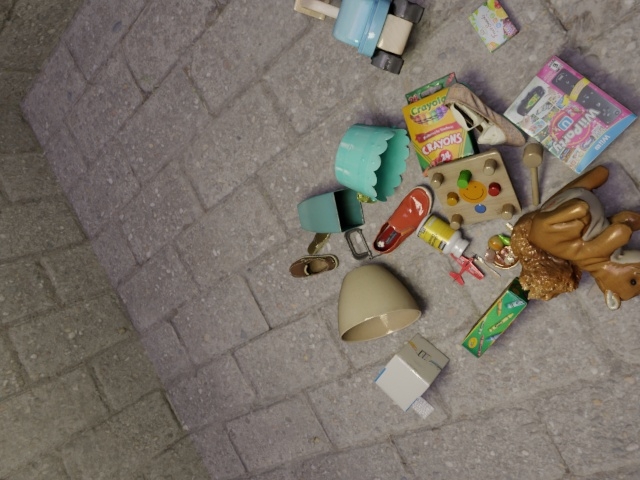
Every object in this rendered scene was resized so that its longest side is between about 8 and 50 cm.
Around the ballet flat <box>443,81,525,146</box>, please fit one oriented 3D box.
[{"bbox_3d":[0.533,-0.387,1.595,0.316,0.106,0.107,38,165,-2],"label":"ballet flat"}]

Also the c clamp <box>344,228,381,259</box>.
[{"bbox_3d":[0.171,0.015,2.019,0.137,0.022,0.161,-30,87,38],"label":"c clamp"}]

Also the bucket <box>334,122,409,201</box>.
[{"bbox_3d":[0.192,-0.296,1.781,0.183,0.281,0.282,22,113,27],"label":"bucket"}]

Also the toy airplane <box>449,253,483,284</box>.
[{"bbox_3d":[0.540,0.111,1.810,0.151,0.028,0.151,8,104,35],"label":"toy airplane"}]

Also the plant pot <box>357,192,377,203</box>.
[{"bbox_3d":[0.186,-0.182,1.921,0.083,0.079,0.084,8,106,29],"label":"plant pot"}]

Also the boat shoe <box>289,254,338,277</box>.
[{"bbox_3d":[-0.049,0.115,2.131,0.257,0.095,0.095,-18,93,34],"label":"boat shoe"}]

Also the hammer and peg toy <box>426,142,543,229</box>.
[{"bbox_3d":[0.568,-0.172,1.607,0.361,0.127,0.266,-11,124,36],"label":"hammer and peg toy"}]

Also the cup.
[{"bbox_3d":[0.203,0.236,1.910,0.331,0.331,0.237,-36,58,33],"label":"cup"}]

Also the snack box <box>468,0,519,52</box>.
[{"bbox_3d":[0.567,-0.708,1.577,0.100,0.037,0.141,-35,83,34],"label":"snack box"}]

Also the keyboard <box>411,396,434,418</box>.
[{"bbox_3d":[0.369,0.653,2.065,0.256,0.014,0.072,41,120,16],"label":"keyboard"}]

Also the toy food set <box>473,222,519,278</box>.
[{"bbox_3d":[0.651,0.045,1.719,0.132,0.038,0.192,42,120,16],"label":"toy food set"}]

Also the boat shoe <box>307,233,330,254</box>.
[{"bbox_3d":[0.001,0.002,2.109,0.056,0.048,0.153,46,115,27],"label":"boat shoe"}]

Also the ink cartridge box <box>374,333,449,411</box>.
[{"bbox_3d":[0.363,0.515,1.902,0.168,0.232,0.171,41,120,19],"label":"ink cartridge box"}]

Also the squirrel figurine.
[{"bbox_3d":[0.820,0.041,1.519,0.370,0.281,0.397,50,134,-1],"label":"squirrel figurine"}]

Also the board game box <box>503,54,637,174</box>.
[{"bbox_3d":[0.772,-0.392,1.500,0.303,0.097,0.224,44,121,13],"label":"board game box"}]

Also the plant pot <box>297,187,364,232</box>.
[{"bbox_3d":[0.027,-0.118,1.990,0.234,0.165,0.166,-6,99,40],"label":"plant pot"}]

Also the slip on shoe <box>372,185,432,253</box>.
[{"bbox_3d":[0.314,-0.069,1.860,0.123,0.101,0.331,46,120,16],"label":"slip on shoe"}]

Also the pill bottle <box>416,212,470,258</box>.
[{"bbox_3d":[0.456,-0.014,1.785,0.184,0.103,0.103,35,118,20],"label":"pill bottle"}]

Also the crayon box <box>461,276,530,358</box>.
[{"bbox_3d":[0.631,0.274,1.716,0.081,0.165,0.279,39,120,17],"label":"crayon box"}]

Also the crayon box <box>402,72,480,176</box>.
[{"bbox_3d":[0.423,-0.409,1.717,0.202,0.081,0.319,-18,92,34],"label":"crayon box"}]

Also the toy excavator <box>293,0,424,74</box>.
[{"bbox_3d":[0.107,-0.793,1.705,0.444,0.433,0.223,20,115,-4],"label":"toy excavator"}]
